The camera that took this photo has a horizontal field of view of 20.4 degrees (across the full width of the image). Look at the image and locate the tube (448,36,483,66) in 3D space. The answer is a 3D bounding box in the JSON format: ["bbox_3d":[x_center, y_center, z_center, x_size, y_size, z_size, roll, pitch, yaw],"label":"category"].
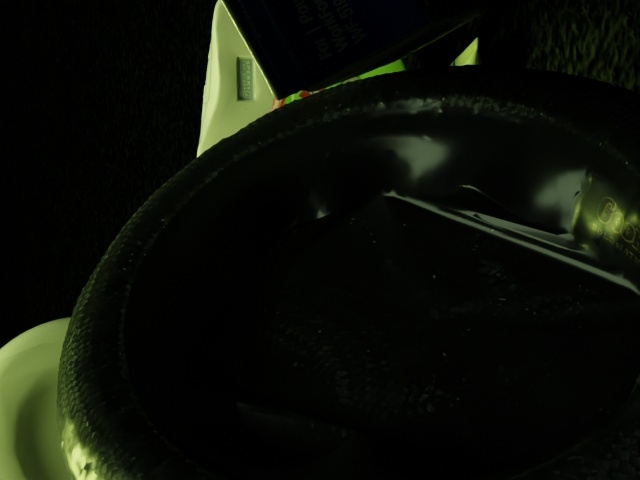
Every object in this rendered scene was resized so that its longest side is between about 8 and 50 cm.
[{"bbox_3d":[0.076,0.016,0.970,0.070,0.062,0.240,-9,76,36],"label":"tube"}]

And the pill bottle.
[{"bbox_3d":[-0.246,0.232,1.676,0.407,0.229,0.229,132,134,-64],"label":"pill bottle"}]

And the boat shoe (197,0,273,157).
[{"bbox_3d":[-0.065,-0.103,1.383,0.063,0.066,0.184,-175,82,-86],"label":"boat shoe"}]

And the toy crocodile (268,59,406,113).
[{"bbox_3d":[0.000,0.000,1.014,0.115,0.105,0.340,68,-155,-65],"label":"toy crocodile"}]

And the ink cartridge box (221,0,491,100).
[{"bbox_3d":[0.002,-0.160,0.831,0.165,0.065,0.333,61,-165,-4],"label":"ink cartridge box"}]

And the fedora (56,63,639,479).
[{"bbox_3d":[0.050,0.069,0.788,0.334,0.334,0.152,-115,0,-52],"label":"fedora"}]
